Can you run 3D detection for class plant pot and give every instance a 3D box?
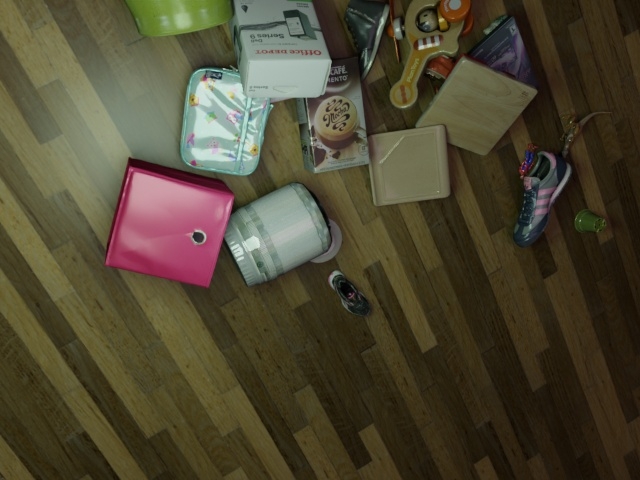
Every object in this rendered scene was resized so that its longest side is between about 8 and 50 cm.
[{"bbox_3d":[-0.355,-0.677,1.477,0.366,0.366,0.353,-16,119,-14],"label":"plant pot"},{"bbox_3d":[0.922,-0.060,2.145,0.083,0.079,0.083,-4,103,-16],"label":"plant pot"}]

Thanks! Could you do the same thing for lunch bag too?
[{"bbox_3d":[-0.245,-0.318,1.667,0.224,0.108,0.279,10,106,-6],"label":"lunch bag"}]

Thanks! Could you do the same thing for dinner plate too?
[{"bbox_3d":[0.000,0.000,1.897,0.141,0.017,0.141,-3,102,-16],"label":"dinner plate"}]

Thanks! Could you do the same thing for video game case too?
[{"bbox_3d":[0.550,-0.505,1.912,0.196,0.026,0.274,-42,127,-5],"label":"video game case"}]

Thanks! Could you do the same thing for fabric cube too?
[{"bbox_3d":[-0.393,-0.053,1.628,0.258,0.259,0.254,15,98,-20],"label":"fabric cube"}]

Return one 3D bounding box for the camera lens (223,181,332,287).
[{"bbox_3d":[-0.121,-0.019,1.743,0.274,0.219,0.219,-27,109,-10],"label":"camera lens"}]

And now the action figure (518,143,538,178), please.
[{"bbox_3d":[0.672,-0.254,2.049,0.038,0.030,0.115,15,99,-25],"label":"action figure"}]

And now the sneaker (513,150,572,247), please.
[{"bbox_3d":[0.682,-0.138,2.035,0.131,0.112,0.319,29,84,-27],"label":"sneaker"}]

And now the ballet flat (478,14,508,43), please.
[{"bbox_3d":[0.507,-0.596,1.892,0.070,0.070,0.188,20,94,-21],"label":"ballet flat"}]

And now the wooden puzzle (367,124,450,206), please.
[{"bbox_3d":[0.263,-0.223,1.888,0.239,0.044,0.221,-9,110,1],"label":"wooden puzzle"}]

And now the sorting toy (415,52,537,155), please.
[{"bbox_3d":[0.446,-0.404,1.856,0.257,0.089,0.255,15,133,-21],"label":"sorting toy"}]

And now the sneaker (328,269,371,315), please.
[{"bbox_3d":[0.092,0.174,1.933,0.072,0.077,0.178,-47,112,-2],"label":"sneaker"}]

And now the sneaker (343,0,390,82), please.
[{"bbox_3d":[0.109,-0.567,1.781,0.118,0.083,0.222,18,108,2],"label":"sneaker"}]

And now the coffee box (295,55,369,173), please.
[{"bbox_3d":[0.027,-0.352,1.769,0.168,0.119,0.297,-12,106,-14],"label":"coffee box"}]

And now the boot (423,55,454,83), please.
[{"bbox_3d":[0.388,-0.503,1.886,0.158,0.059,0.084,22,90,-20],"label":"boot"}]

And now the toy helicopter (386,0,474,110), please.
[{"bbox_3d":[0.270,-0.543,1.781,0.235,0.140,0.355,22,92,17],"label":"toy helicopter"}]

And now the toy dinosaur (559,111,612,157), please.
[{"bbox_3d":[0.840,-0.371,2.068,0.112,0.064,0.211,30,102,-39],"label":"toy dinosaur"}]

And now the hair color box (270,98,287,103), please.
[{"bbox_3d":[-0.146,-0.412,1.740,0.141,0.043,0.072,-17,107,-12],"label":"hair color box"}]

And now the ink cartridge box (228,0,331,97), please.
[{"bbox_3d":[-0.108,-0.506,1.599,0.211,0.289,0.121,-6,148,-16],"label":"ink cartridge box"}]
